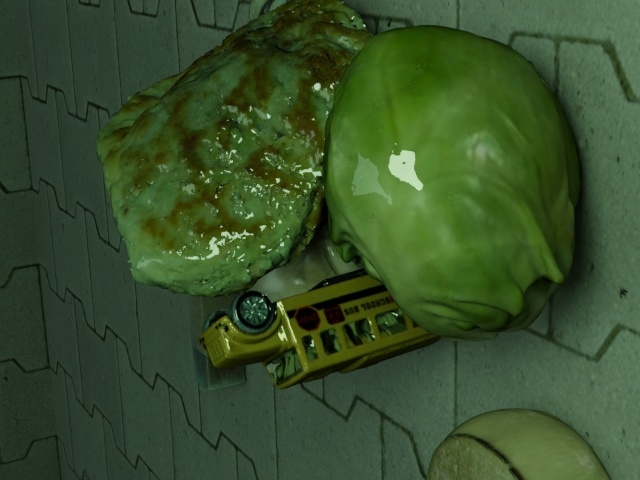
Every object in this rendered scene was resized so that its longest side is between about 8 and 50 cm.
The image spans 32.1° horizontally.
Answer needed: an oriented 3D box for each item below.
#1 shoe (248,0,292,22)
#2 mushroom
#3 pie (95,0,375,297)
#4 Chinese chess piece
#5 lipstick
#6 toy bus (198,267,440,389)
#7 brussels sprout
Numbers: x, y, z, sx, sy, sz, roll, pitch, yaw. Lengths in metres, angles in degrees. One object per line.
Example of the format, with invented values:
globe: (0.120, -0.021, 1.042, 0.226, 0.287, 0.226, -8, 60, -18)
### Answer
shoe: (-0.024, -0.332, 1.553, 0.112, 0.099, 0.227, 56, 144, 26)
mushroom: (0.000, 0.000, 1.526, 0.260, 0.234, 0.254, 51, -159, -27)
pie: (-0.096, -0.130, 1.402, 0.395, 0.418, 0.180, 50, 168, 44)
Chinese chess piece: (0.227, 0.326, 1.263, 0.270, 0.112, 0.270, 33, 129, 56)
lipstick: (-0.198, 0.084, 2.041, 0.076, 0.080, 0.371, 21, 117, 61)
toy bus: (0.028, 0.095, 1.328, 0.121, 0.336, 0.123, -38, 70, 60)
brussels sprout: (0.126, -0.065, 1.125, 0.247, 0.328, 0.328, -2, 97, 41)
